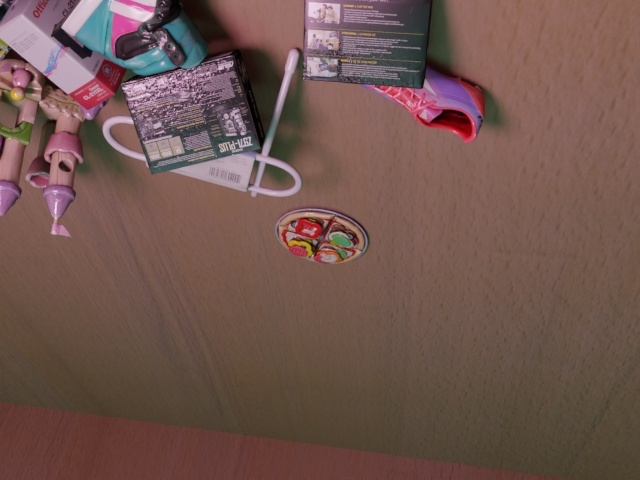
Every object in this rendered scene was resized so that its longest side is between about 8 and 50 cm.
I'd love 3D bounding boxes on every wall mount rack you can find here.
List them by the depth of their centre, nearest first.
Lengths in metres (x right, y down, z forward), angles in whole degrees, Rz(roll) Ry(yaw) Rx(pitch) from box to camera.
[{"bbox_3d":[-0.179,-0.207,1.209,0.350,0.130,0.304,16,150,-6],"label":"wall mount rack"}]

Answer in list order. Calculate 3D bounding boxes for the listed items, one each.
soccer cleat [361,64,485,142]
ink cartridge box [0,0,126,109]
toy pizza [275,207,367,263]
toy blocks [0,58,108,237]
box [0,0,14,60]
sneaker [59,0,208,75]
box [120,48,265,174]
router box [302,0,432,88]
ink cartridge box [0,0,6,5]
[{"bbox_3d":[0.141,-0.229,1.100,0.248,0.095,0.083,20,145,-13],"label":"soccer cleat"},{"bbox_3d":[-0.386,-0.310,1.105,0.072,0.127,0.175,-17,137,33],"label":"ink cartridge box"},{"bbox_3d":[0.000,0.000,1.533,0.201,0.032,0.201,8,146,5],"label":"toy pizza"},{"bbox_3d":[-0.522,-0.165,1.184,0.289,0.260,0.309,19,150,-36],"label":"toy blocks"},{"bbox_3d":[-0.578,-0.389,1.122,0.159,0.044,0.233,-23,133,40],"label":"box"},{"bbox_3d":[-0.215,-0.334,1.002,0.295,0.124,0.178,-30,124,36],"label":"sneaker"},{"bbox_3d":[-0.193,-0.199,1.110,0.180,0.077,0.147,-13,111,6],"label":"box"},{"bbox_3d":[0.066,-0.292,1.026,0.179,0.046,0.133,6,117,7],"label":"router box"},{"bbox_3d":[-0.515,-0.380,0.950,0.219,0.160,0.092,-3,139,8],"label":"ink cartridge box"}]
